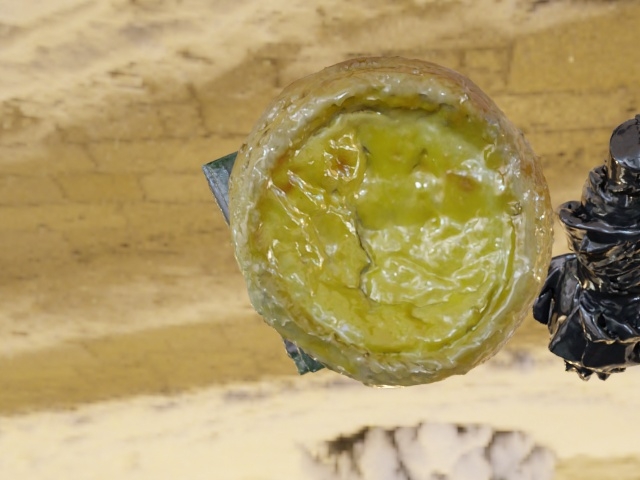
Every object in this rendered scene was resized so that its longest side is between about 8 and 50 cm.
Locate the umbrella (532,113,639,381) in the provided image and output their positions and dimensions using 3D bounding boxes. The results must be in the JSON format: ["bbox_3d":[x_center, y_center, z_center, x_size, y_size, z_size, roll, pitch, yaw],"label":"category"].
[{"bbox_3d":[0.238,0.017,1.041,0.128,0.154,0.336,24,167,20],"label":"umbrella"}]

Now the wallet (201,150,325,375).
[{"bbox_3d":[0.001,-0.001,1.242,0.160,0.236,0.055,-23,175,-20],"label":"wallet"}]

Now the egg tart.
[{"bbox_3d":[0.038,-0.012,0.705,0.191,0.191,0.074,5,-175,-8],"label":"egg tart"}]
